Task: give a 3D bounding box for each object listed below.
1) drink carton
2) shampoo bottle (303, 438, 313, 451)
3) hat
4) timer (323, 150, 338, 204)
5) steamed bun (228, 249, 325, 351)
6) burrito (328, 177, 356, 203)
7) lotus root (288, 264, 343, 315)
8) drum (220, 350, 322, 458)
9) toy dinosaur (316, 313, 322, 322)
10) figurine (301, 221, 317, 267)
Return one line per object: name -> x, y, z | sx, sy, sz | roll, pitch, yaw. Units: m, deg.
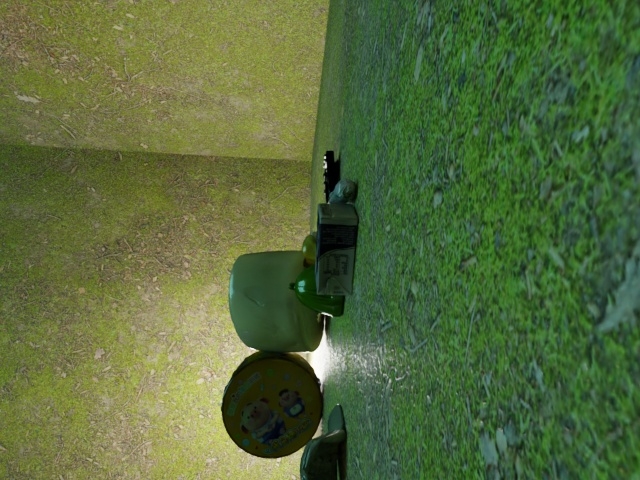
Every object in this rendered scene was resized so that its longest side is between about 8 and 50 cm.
drink carton -> 0.039, 0.023, 1.388 | 0.134, 0.102, 0.222 | -104, 15, -69
shampoo bottle -> -0.040, 0.945, 2.252 | 0.236, 0.067, 0.068 | -100, 23, -75
hat -> -0.002, 0.582, 1.436 | 0.245, 0.149, 0.214 | -139, 52, -72
timer -> 0.041, -0.225, 1.904 | 0.144, 0.055, 0.187 | 97, 170, -71
steamed bun -> -0.183, 0.272, 2.107 | 0.290, 0.372, 0.455 | -72, -26, -57
burrito -> 0.061, -0.130, 1.435 | 0.203, 0.064, 0.064 | 149, 124, -83
lotus root -> -0.015, 0.144, 1.597 | 0.186, 0.186, 0.186 | -177, 90, -86
drum -> -0.196, 0.674, 2.184 | 0.214, 0.432, 0.430 | -168, 81, -87
toy dinosaur -> 0.027, 0.132, 1.765 | 0.117, 0.071, 0.288 | -53, -29, -77
figurine -> 0.000, 0.000, 1.932 | 0.156, 0.131, 0.246 | 41, 129, 40
